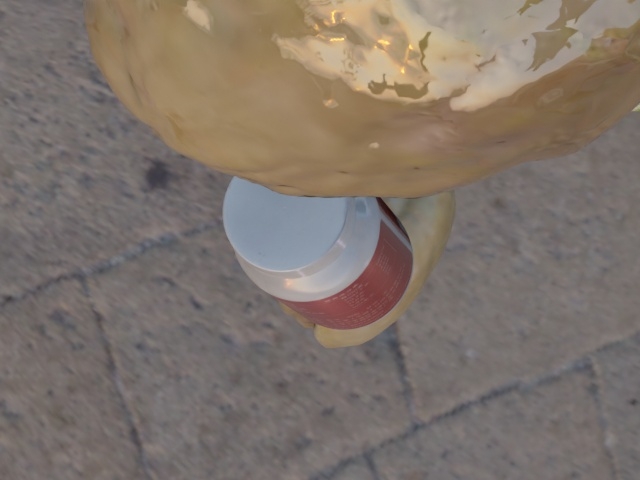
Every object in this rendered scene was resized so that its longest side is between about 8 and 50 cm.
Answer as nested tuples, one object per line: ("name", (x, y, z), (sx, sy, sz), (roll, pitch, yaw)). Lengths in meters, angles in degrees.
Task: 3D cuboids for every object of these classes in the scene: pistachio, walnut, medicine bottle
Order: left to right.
("medicine bottle", (0.000, 0.000, 1.340), (0.131, 0.131, 0.250), (-59, 161, -3))
("pistachio", (0.049, 0.000, 1.634), (0.181, 0.162, 0.293), (-38, 160, -49))
("walnut", (0.039, -0.196, 0.727), (0.381, 0.381, 0.381), (-6, 104, -25))

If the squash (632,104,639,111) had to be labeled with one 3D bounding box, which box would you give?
("squash", (0.330, -0.199, 1.234), (0.318, 0.080, 0.071), (-38, 144, -1))
